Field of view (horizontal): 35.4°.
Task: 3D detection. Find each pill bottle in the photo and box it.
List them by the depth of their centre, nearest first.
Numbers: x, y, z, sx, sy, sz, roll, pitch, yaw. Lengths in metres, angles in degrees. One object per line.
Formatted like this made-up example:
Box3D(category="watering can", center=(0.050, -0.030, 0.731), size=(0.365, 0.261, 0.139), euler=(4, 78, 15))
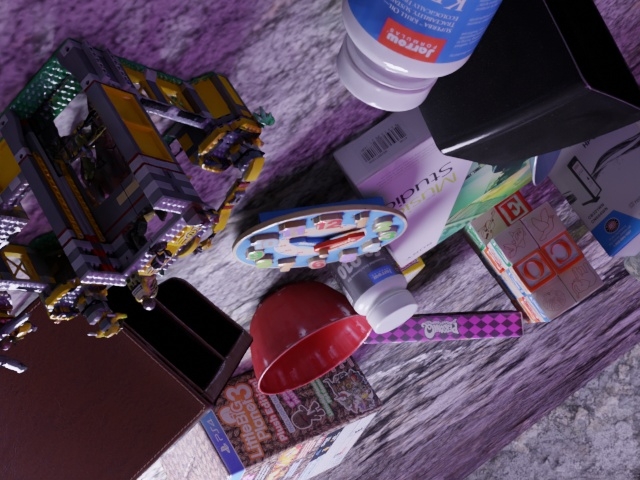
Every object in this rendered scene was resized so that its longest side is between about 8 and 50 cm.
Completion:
Box3D(category="pill bottle", center=(0.090, -0.214, 0.836), size=(0.124, 0.124, 0.221), euler=(-19, 152, -31))
Box3D(category="pill bottle", center=(0.062, 0.047, 1.295), size=(0.078, 0.137, 0.078), euler=(-28, 156, -14))

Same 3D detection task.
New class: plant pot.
Box3D(category="plant pot", center=(0.188, -0.173, 0.997), size=(0.167, 0.187, 0.188), euler=(-32, 161, 31))

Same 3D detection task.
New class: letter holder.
Box3D(category="letter holder", center=(-0.263, 0.166, 1.128), size=(0.302, 0.214, 0.152), euler=(-46, -174, 25))

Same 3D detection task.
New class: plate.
Box3D(category="plate", center=(0.295, -0.160, 1.258), size=(0.188, 0.024, 0.188), euler=(-53, 156, -36))

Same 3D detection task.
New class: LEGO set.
Box3D(category="LEGO set", center=(-0.173, 0.006, 0.837), size=(0.331, 0.192, 0.255), euler=(-39, 156, 12))

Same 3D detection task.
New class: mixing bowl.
Box3D(category="mixing bowl", center=(-0.029, 0.119, 1.367), size=(0.181, 0.098, 0.181), euler=(-28, 155, -14))

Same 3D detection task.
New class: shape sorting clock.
Box3D(category="shape sorting clock", center=(0.000, 0.000, 1.169), size=(0.206, 0.040, 0.206), euler=(-9, 159, -3))

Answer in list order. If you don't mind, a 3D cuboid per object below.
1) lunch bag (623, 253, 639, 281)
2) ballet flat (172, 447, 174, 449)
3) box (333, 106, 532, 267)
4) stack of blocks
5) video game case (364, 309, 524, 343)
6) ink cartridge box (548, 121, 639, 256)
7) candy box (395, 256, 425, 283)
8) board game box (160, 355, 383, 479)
Box3D(category="lunch bag", center=(0.774, -0.023, 2.000), size=(0.256, 0.212, 0.305), euler=(-47, 162, -13))
Box3D(category="ballet flat", center=(-0.218, 0.266, 1.452), size=(0.188, 0.070, 0.070), euler=(-47, 154, 27))
Box3D(category="box", center=(0.156, -0.092, 1.248), size=(0.232, 0.058, 0.322), euler=(-34, 159, 2))
Box3D(category="stack of blocks", center=(0.288, 0.022, 1.408), size=(0.087, 0.171, 0.297), euler=(-35, 173, 2))
Box3D(category="video game case", center=(0.187, 0.132, 1.543), size=(0.232, 0.042, 0.210), euler=(-3, 177, 7))
Box3D(category="ink cartridge box", center=(0.404, -0.100, 1.372), size=(0.086, 0.203, 0.148), euler=(-4, 143, -46))
Box3D(category="candy box", center=(0.073, 0.082, 1.475), size=(0.105, 0.027, 0.206), euler=(-25, 166, -23))
Box3D(category="board game box", center=(-0.083, 0.311, 1.618), size=(0.291, 0.141, 0.232), euler=(-18, 152, -32))
